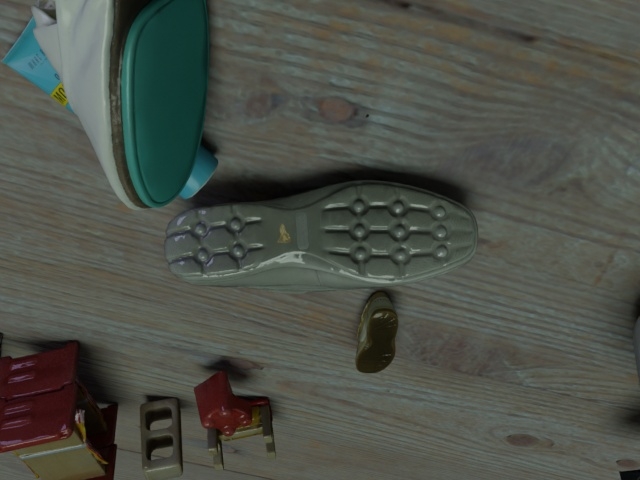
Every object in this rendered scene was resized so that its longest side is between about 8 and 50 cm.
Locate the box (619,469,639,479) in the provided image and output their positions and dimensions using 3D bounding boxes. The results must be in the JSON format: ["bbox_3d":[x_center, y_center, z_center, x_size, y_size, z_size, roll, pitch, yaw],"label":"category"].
[{"bbox_3d":[0.597,0.306,0.819,0.294,0.073,0.295,0,162,-15],"label":"box"}]

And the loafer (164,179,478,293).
[{"bbox_3d":[0.000,0.000,0.690,0.320,0.111,0.111,0,173,8],"label":"loafer"}]

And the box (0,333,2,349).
[{"bbox_3d":[-0.683,0.184,0.954,0.382,0.143,0.191,18,137,-14],"label":"box"}]

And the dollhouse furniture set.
[{"bbox_3d":[-0.267,0.256,0.993,0.375,0.152,0.201,-10,137,-6],"label":"dollhouse furniture set"}]

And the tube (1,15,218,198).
[{"bbox_3d":[-0.191,-0.123,0.618,0.080,0.052,0.207,-37,115,27],"label":"tube"}]

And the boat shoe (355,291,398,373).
[{"bbox_3d":[0.072,0.120,0.838,0.050,0.045,0.135,5,134,-8],"label":"boat shoe"}]

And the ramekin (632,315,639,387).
[{"bbox_3d":[0.482,0.135,0.703,0.278,0.135,0.277,2,147,1],"label":"ramekin"}]

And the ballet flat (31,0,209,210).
[{"bbox_3d":[-0.155,-0.202,0.480,0.139,0.139,0.400,9,133,-2],"label":"ballet flat"}]
